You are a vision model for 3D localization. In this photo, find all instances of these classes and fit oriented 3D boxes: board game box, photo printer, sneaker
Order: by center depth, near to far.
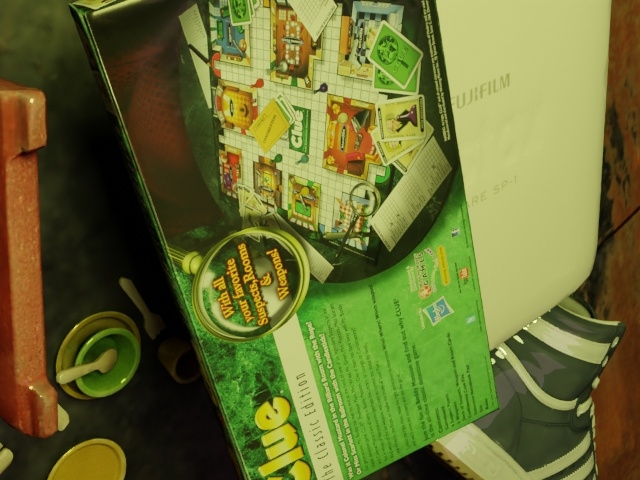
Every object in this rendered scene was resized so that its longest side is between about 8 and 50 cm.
[{"bbox_3d":[0.000,0.000,0.442,0.136,0.030,0.260,-24,124,-17],"label":"board game box"},{"bbox_3d":[0.044,-0.076,0.535,0.256,0.107,0.308,-26,126,-33],"label":"photo printer"},{"bbox_3d":[0.172,0.131,0.765,0.153,0.099,0.282,-54,133,-7],"label":"sneaker"}]

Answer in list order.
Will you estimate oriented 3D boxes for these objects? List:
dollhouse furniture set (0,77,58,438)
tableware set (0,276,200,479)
[{"bbox_3d":[-0.198,-0.109,0.252,0.201,0.152,0.374,-18,121,-38],"label":"dollhouse furniture set"},{"bbox_3d":[-0.120,0.102,0.523,0.154,0.024,0.104,-46,135,-19],"label":"tableware set"}]
